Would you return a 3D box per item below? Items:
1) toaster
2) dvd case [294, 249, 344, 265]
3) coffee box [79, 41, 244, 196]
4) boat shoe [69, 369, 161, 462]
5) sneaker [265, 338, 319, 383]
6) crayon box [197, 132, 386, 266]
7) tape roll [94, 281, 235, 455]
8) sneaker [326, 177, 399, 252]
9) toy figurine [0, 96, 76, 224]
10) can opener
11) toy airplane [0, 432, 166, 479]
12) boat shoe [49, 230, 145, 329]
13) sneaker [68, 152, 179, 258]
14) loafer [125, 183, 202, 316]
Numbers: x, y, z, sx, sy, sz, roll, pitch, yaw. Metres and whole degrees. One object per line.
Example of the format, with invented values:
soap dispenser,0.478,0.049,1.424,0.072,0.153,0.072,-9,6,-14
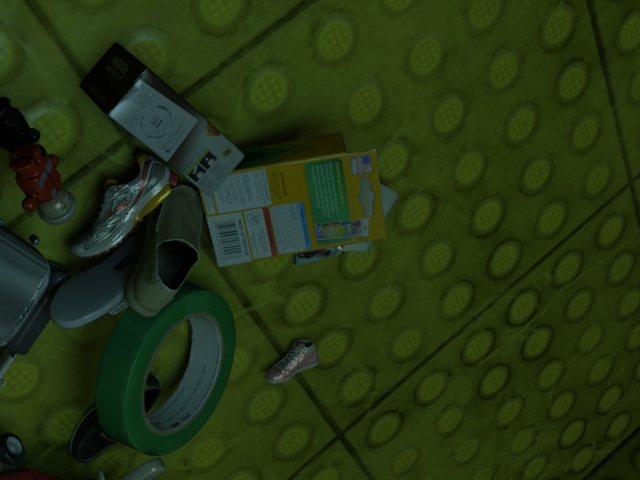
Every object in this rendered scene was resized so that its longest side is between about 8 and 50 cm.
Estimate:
toaster,-0.545,0.075,1.500,0.146,0.129,0.227,34,87,-45
dvd case,0.000,0.000,1.927,0.119,0.013,0.087,-15,124,-30
coffee box,-0.259,-0.197,1.536,0.098,0.141,0.246,-49,134,0
boat shoe,-0.400,0.348,1.811,0.228,0.068,0.081,-50,133,0
sneaker,-0.064,0.255,2.011,0.134,0.051,0.070,-21,125,-29
crayon box,-0.051,-0.077,1.711,0.322,0.083,0.203,-9,126,0
tape roll,-0.281,0.236,1.735,0.321,0.077,0.321,-37,135,-48
sneaker,0.025,-0.064,1.831,0.292,0.108,0.169,24,92,-42
toy figurine,-0.494,-0.084,1.392,0.209,0.213,0.148,-34,144,-12
can opener,-0.532,0.157,1.599,0.280,0.074,0.093,-51,132,1
toy airplane,-0.485,0.543,1.725,0.384,0.272,0.386,-6,139,-20
boat shoe,-0.364,0.083,1.622,0.267,0.096,0.088,-51,156,-47
sneaker,-0.353,-0.060,1.604,0.225,0.088,0.093,-46,113,-4
loafer,-0.251,0.009,1.612,0.102,0.092,0.269,38,48,-35
